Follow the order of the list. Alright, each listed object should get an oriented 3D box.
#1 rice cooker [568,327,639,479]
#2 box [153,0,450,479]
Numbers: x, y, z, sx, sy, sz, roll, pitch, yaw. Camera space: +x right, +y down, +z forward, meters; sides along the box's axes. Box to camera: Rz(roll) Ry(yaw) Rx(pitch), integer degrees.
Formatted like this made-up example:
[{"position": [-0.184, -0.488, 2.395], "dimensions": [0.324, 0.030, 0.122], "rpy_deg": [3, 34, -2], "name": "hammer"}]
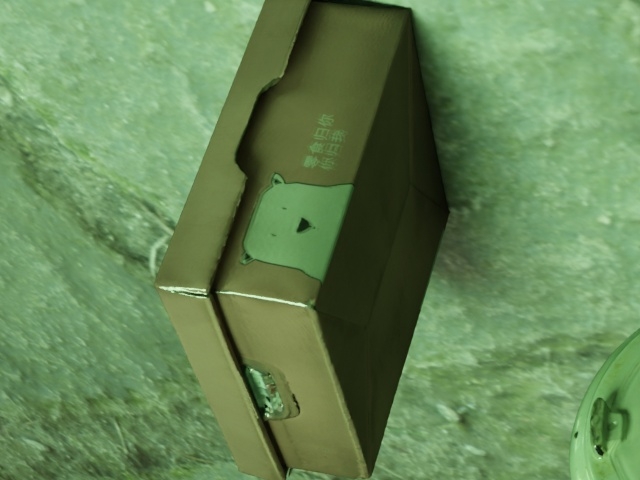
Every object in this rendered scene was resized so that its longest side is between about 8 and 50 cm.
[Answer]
[{"position": [0.268, 0.157, 1.039], "dimensions": [0.226, 0.226, 0.244], "rpy_deg": [7, 144, 37], "name": "rice cooker"}, {"position": [0.000, 0.000, 1.022], "dimensions": [0.086, 0.215, 0.215], "rpy_deg": [7, 147, 17], "name": "box"}]
